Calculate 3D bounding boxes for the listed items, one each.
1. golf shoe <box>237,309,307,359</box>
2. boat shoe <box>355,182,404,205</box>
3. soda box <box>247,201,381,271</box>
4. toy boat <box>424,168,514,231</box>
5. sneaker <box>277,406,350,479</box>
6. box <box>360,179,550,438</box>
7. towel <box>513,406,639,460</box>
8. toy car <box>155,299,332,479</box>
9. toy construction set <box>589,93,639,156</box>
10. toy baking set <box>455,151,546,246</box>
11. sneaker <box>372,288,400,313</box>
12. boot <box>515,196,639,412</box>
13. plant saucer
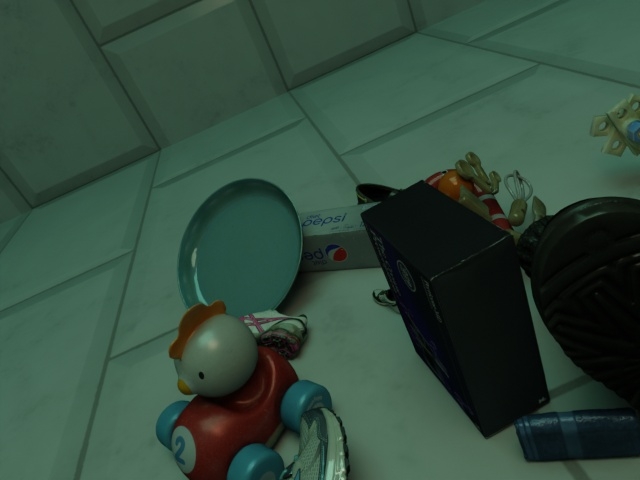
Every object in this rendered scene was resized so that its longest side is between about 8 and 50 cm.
[{"bbox_3d":[-0.109,0.162,0.886,0.186,0.067,0.086,1,34,23],"label":"golf shoe"},{"bbox_3d":[0.157,-0.075,1.056,0.081,0.068,0.228,-39,33,-25],"label":"boat shoe"},{"bbox_3d":[0.000,0.000,1.024,0.286,0.098,0.091,-7,37,30],"label":"soda box"},{"bbox_3d":[0.240,-0.056,0.861,0.151,0.151,0.231,-14,38,7],"label":"toy boat"},{"bbox_3d":[-0.029,0.296,0.530,0.122,0.110,0.283,3,31,-2],"label":"sneaker"},{"bbox_3d":[0.165,0.081,0.613,0.103,0.261,0.184,-30,30,-8],"label":"box"},{"bbox_3d":[0.273,0.205,0.531,0.119,0.067,0.029,-12,34,21],"label":"towel"},{"bbox_3d":[-0.146,0.194,0.685,0.219,0.238,0.210,7,43,43],"label":"toy car"},{"bbox_3d":[0.567,-0.108,0.750,0.215,0.151,0.327,-20,41,8],"label":"toy construction set"},{"bbox_3d":[0.316,-0.057,0.813,0.030,0.256,0.196,-42,40,42],"label":"toy baking set"},{"bbox_3d":[0.118,0.094,0.851,0.032,0.037,0.083,-40,32,-22],"label":"sneaker"},{"bbox_3d":[0.294,0.031,0.541,0.131,0.348,0.260,-34,31,19],"label":"boot"},{"bbox_3d":[-0.162,0.029,1.009,0.318,0.044,0.317,-10,70,28],"label":"plant saucer"}]
